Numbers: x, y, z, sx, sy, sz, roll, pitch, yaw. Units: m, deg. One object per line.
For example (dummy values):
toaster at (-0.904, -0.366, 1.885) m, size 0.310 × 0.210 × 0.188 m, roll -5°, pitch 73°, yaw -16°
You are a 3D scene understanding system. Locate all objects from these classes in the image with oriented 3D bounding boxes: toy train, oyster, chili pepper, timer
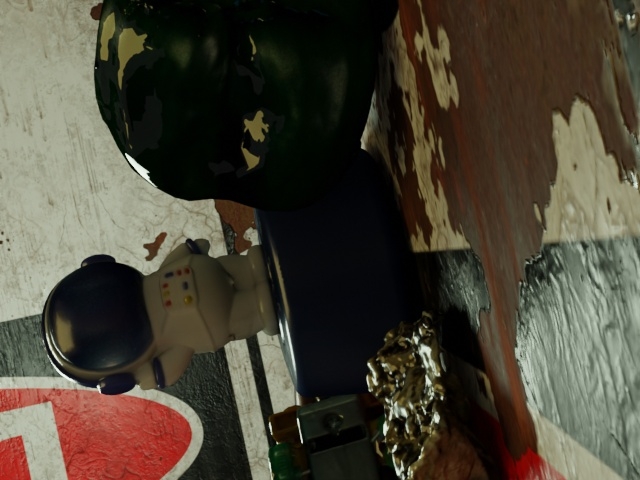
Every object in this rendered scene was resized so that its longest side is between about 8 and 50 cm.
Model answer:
toy train at (0.056, 0.363, 1.331) m, size 0.249 × 0.178 × 0.429 m, roll 68°, pitch -174°, yaw -59°
oyster at (0.097, 0.172, 0.943) m, size 0.214 × 0.083 × 0.223 m, roll -105°, pitch -1°, yaw -52°
chili pepper at (-0.070, -0.162, 1.021) m, size 0.233 × 0.248 × 0.257 m, roll -73°, pitch -7°, yaw -53°
timer at (-0.105, 0.066, 1.161) m, size 0.270 × 0.383 × 0.270 m, roll 167°, pitch 90°, yaw -84°

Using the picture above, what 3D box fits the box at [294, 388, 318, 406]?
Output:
box at (0.017, 0.270, 1.679) m, size 0.404 × 0.108 × 0.263 m, roll 87°, pitch -179°, yaw -63°
